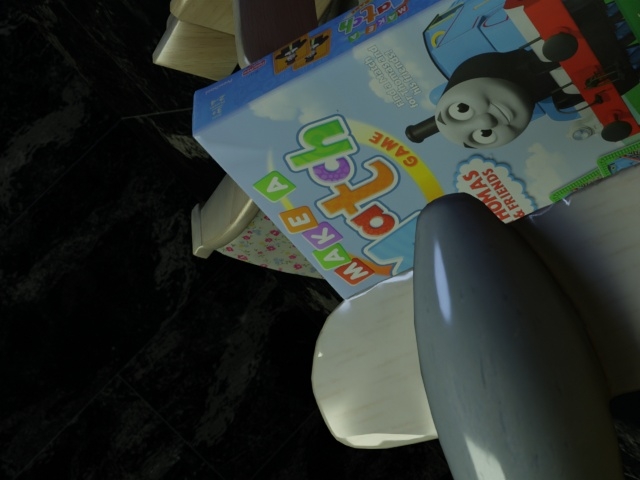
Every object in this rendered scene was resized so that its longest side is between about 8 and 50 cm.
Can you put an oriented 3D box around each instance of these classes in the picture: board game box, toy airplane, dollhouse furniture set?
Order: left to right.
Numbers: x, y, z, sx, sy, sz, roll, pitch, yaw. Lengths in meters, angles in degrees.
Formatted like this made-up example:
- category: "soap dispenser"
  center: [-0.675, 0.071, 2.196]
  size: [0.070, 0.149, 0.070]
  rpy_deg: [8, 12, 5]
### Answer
- category: "dollhouse furniture set"
  center: [0.000, 0.000, 0.872]
  size: [0.303, 0.173, 0.355]
  rpy_deg: [14, 138, -24]
- category: "board game box"
  center: [0.073, -0.053, 0.638]
  size: [0.160, 0.211, 0.039]
  rpy_deg: [48, -153, -37]
- category: "toy airplane"
  center: [0.211, 0.003, 0.452]
  size: [0.384, 0.272, 0.386]
  rpy_deg: [25, 125, 8]

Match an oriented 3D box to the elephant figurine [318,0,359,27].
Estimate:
- category: "elephant figurine"
  center: [0.025, -0.176, 0.922]
  size: [0.169, 0.186, 0.239]
  rpy_deg: [7, 156, 41]
